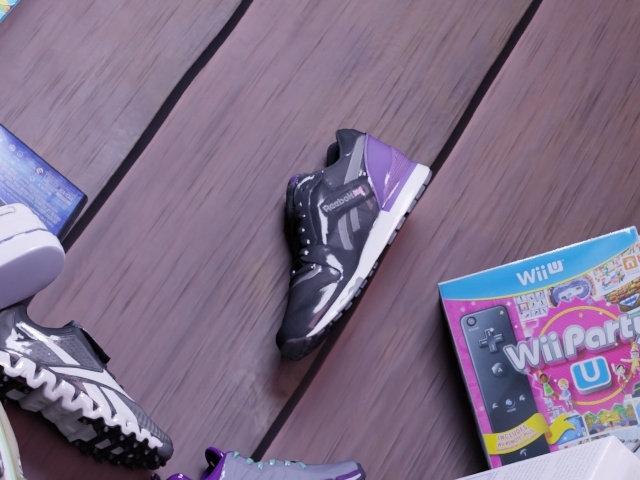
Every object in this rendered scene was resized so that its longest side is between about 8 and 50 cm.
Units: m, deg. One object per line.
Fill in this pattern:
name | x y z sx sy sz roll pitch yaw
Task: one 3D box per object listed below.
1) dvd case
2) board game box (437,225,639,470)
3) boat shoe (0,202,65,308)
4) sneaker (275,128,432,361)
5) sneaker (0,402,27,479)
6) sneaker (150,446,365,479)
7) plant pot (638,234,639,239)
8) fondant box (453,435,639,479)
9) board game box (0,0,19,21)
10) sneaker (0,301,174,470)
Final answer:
dvd case | -0.350 -0.004 1.888 0.180 0.022 0.253 41 56 -16
board game box | 0.270 0.164 2.122 0.224 0.097 0.303 -17 80 3
boat shoe | -0.362 0.037 1.808 0.258 0.095 0.084 -19 55 -31
sneaker | 0.000 0.000 2.086 0.124 0.107 0.283 34 53 -2
sneaker | -0.269 0.311 1.792 0.182 0.158 0.410 4 66 -65
sneaker | -0.057 0.234 1.963 0.224 0.083 0.098 -17 79 -36
plant pot | 0.435 0.093 2.251 0.239 0.254 0.254 48 53 10
fondant box | 0.160 0.331 1.916 0.096 0.330 0.238 42 56 -14
board game box | -0.403 -0.296 1.918 0.254 0.079 0.336 44 56 -13
sneaker | -0.226 0.132 1.883 0.234 0.078 0.106 33 53 -26
